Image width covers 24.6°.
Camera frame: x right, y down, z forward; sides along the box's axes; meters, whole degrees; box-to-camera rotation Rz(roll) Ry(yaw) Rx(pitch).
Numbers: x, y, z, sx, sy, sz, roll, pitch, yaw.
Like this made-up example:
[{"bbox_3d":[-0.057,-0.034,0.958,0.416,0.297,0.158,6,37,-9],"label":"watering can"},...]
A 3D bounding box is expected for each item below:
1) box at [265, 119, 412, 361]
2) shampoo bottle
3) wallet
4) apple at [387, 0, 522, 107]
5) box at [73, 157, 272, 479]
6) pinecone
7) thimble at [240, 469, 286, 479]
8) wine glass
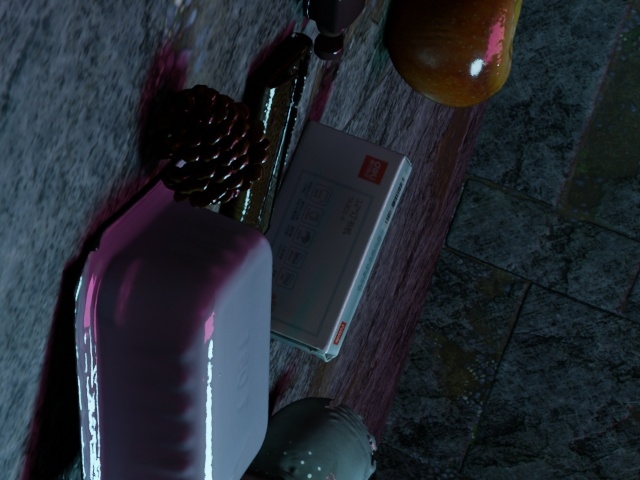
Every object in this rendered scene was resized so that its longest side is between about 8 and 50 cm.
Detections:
[{"bbox_3d":[0.000,0.000,1.783,0.079,0.135,0.269,34,78,-76],"label":"box"},{"bbox_3d":[0.015,-0.271,1.485,0.068,0.067,0.236,-51,163,-30],"label":"shampoo bottle"},{"bbox_3d":[-0.058,-0.088,1.552,0.133,0.039,0.243,-56,164,-54],"label":"wallet"},{"bbox_3d":[0.188,-0.307,2.039,0.210,0.173,0.234,71,33,-69],"label":"apple"},{"bbox_3d":[-0.115,0.115,1.310,0.264,0.106,0.336,-54,152,-58],"label":"box"},{"bbox_3d":[-0.090,-0.080,1.222,0.109,0.102,0.102,91,23,-63],"label":"pinecone"},{"bbox_3d":[-0.110,0.401,1.660,0.271,0.271,0.150,-57,166,-49],"label":"thimble"},{"bbox_3d":[-0.044,0.360,2.178,0.357,0.191,0.190,-29,140,-67],"label":"wine glass"}]
